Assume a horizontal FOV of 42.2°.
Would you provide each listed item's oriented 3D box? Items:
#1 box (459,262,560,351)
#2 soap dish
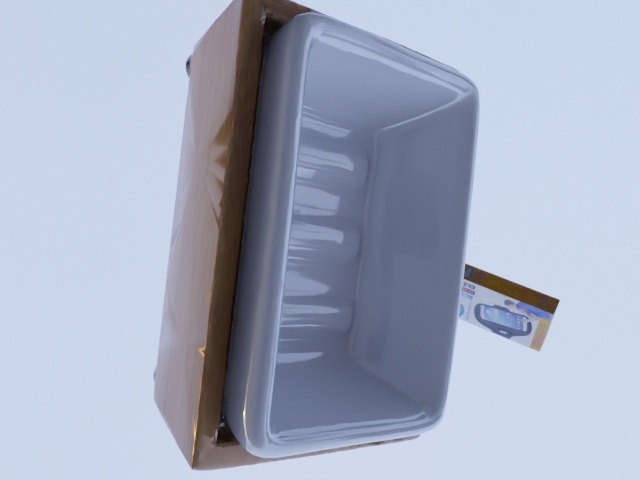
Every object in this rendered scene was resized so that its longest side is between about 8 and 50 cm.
[{"bbox_3d":[0.211,0.078,0.999,0.136,0.081,0.028,20,-127,16],"label":"box"},{"bbox_3d":[0.000,0.000,0.584,0.118,0.229,0.290,7,-90,42],"label":"soap dish"}]
